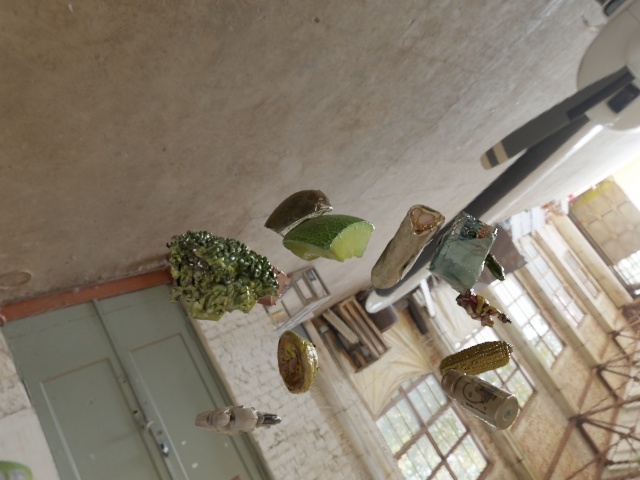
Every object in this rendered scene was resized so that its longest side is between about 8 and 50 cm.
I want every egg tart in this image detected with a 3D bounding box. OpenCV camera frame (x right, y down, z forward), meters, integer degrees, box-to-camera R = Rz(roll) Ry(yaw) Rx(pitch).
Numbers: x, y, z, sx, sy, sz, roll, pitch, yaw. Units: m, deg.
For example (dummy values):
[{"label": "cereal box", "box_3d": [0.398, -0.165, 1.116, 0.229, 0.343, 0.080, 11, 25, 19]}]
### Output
[{"label": "egg tart", "box_3d": [-0.098, 0.541, 2.005, 0.115, 0.290, 0.290, -1, 150, -32]}]

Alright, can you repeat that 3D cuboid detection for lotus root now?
[{"label": "lotus root", "box_3d": [-0.114, -0.138, 2.056, 0.314, 0.210, 0.142, -42, 154, -7]}]

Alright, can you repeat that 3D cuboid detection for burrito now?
[{"label": "burrito", "box_3d": [0.252, 0.023, 1.348, 0.143, 0.105, 0.299, -40, 164, -37]}]

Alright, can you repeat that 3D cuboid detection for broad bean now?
[{"label": "broad bean", "box_3d": [0.614, 0.069, 1.688, 0.069, 0.227, 0.039, -40, 146, -12]}]

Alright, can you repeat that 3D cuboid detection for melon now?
[{"label": "melon", "box_3d": [0.000, 0.000, 1.790, 0.343, 0.226, 0.331, 10, -150, 35]}]

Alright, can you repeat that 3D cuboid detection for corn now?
[{"label": "corn", "box_3d": [0.520, 0.400, 1.490, 0.261, 0.097, 0.097, -18, 165, -1]}]

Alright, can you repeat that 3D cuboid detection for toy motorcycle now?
[{"label": "toy motorcycle", "box_3d": [-0.328, 0.677, 1.680, 0.340, 0.108, 0.222, -15, 153, 31]}]

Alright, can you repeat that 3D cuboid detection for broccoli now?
[{"label": "broccoli", "box_3d": [-0.293, 0.098, 1.329, 0.334, 0.272, 0.324, 16, 157, -41]}]

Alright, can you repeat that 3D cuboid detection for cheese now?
[{"label": "cheese", "box_3d": [-0.249, 0.187, 2.174, 0.203, 0.128, 0.177, -55, 149, -43]}]

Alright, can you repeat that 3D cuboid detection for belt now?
[{"label": "belt", "box_3d": [0.422, 0.028, 1.324, 0.257, 0.150, 0.207, -39, 155, -61]}]

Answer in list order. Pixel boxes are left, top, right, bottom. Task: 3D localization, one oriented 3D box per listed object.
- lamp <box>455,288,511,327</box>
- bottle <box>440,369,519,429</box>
[{"label": "lamp", "box_3d": [0.728, 0.319, 2.009, 0.118, 0.253, 0.118, -25, 138, -24]}, {"label": "bottle", "box_3d": [0.435, 0.431, 1.240, 0.110, 0.209, 0.097, 28, 85, -33]}]
